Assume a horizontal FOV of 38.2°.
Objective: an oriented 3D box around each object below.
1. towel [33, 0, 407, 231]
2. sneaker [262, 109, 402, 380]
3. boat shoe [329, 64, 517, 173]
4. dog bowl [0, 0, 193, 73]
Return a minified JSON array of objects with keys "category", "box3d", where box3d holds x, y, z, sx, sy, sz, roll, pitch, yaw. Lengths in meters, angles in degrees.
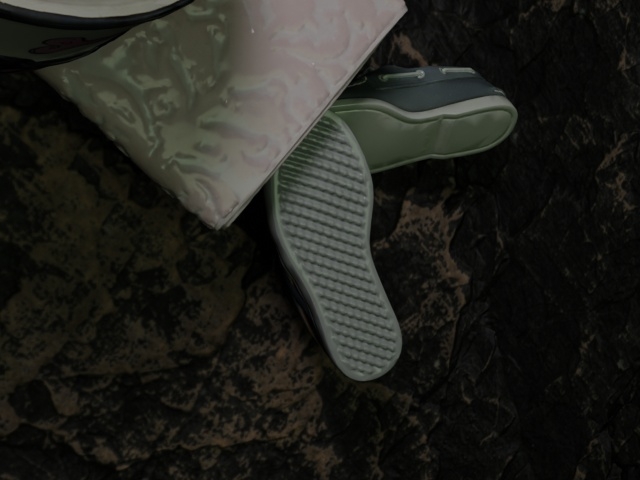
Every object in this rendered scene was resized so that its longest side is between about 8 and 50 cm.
[{"category":"towel","box3d":[-0.123,-0.231,0.912,0.332,0.053,0.317,42,77,-14]},{"category":"sneaker","box3d":[0.000,0.000,1.066,0.126,0.127,0.321,-17,108,-13]},{"category":"boat shoe","box3d":[0.080,-0.154,1.113,0.319,0.099,0.116,-7,142,-21]},{"category":"dog bowl","box3d":[-0.263,-0.305,0.687,0.408,0.150,0.408,20,56,-34]}]
